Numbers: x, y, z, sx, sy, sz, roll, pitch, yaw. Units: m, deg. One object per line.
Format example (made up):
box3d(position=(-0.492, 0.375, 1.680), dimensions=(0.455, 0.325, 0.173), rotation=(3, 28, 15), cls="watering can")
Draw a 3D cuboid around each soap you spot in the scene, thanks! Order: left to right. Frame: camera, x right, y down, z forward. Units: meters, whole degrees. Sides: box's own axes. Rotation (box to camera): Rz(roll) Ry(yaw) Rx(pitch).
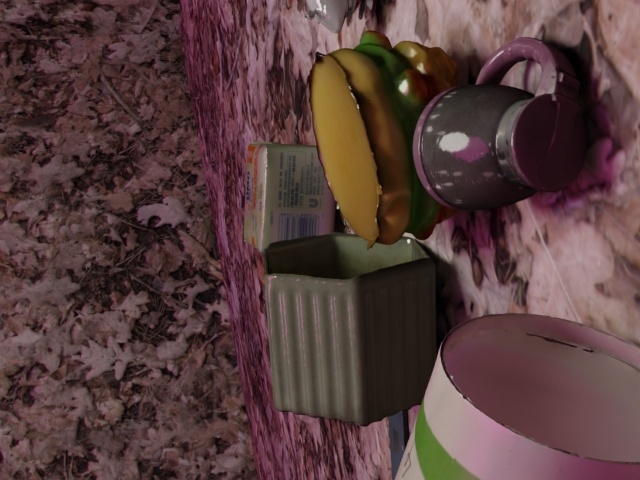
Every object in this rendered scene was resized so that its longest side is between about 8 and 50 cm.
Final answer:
box3d(position=(-0.057, -0.075, 1.415), dimensions=(0.182, 0.138, 0.200), rotation=(-153, 65, -74), cls="soap")

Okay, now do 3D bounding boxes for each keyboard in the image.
box3d(position=(0.120, 0.307, 1.201), dimensions=(0.055, 0.014, 0.176), rotation=(-153, 57, -72), cls="keyboard")

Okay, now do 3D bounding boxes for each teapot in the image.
box3d(position=(0.170, -0.093, 0.690), dimensions=(0.116, 0.148, 0.146), rotation=(50, 163, -21), cls="teapot")

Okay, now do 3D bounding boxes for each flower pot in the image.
box3d(position=(0.037, 0.102, 1.007), dimensions=(0.239, 0.209, 0.190), rotation=(-114, 20, -76), cls="flower pot")

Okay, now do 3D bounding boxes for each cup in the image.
box3d(position=(0.159, 0.215, 0.607), dimensions=(0.253, 0.253, 0.274), rotation=(-125, 40, -61), cls="cup")

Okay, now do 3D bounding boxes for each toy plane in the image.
box3d(position=(0.013, -0.412, 1.096), dimensions=(0.182, 0.107, 0.273), rotation=(163, 104, -70), cls="toy plane")

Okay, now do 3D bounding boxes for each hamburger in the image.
box3d(position=(0.088, -0.116, 0.862), dimensions=(0.237, 0.148, 0.237), rotation=(165, 90, -79), cls="hamburger")
